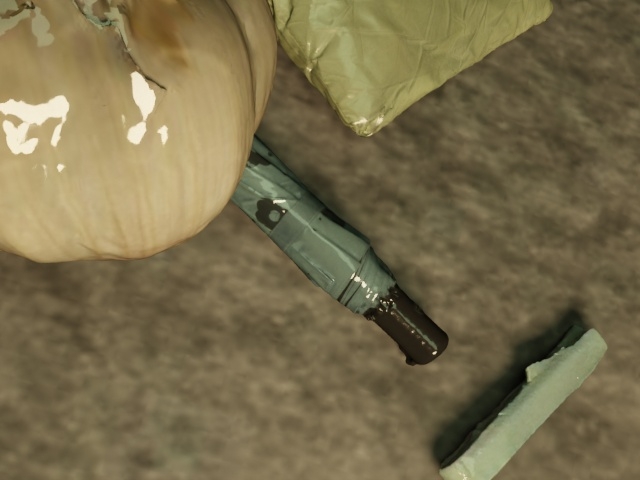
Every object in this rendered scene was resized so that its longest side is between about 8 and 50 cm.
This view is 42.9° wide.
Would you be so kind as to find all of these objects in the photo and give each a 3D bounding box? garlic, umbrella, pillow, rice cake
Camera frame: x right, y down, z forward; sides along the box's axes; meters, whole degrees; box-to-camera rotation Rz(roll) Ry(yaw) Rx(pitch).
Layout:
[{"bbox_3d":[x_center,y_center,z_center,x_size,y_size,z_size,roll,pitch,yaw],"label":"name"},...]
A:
[{"bbox_3d":[-0.174,-0.119,0.487,0.322,0.241,0.322,21,28,-12],"label":"garlic"},{"bbox_3d":[0.001,-0.001,0.612,0.250,0.053,0.052,44,67,-3],"label":"umbrella"},{"bbox_3d":[0.042,-0.254,0.664,0.274,0.076,0.280,-36,90,-30],"label":"pillow"},{"bbox_3d":[0.161,0.129,0.645,0.180,0.030,0.042,-39,89,-22],"label":"rice cake"}]
